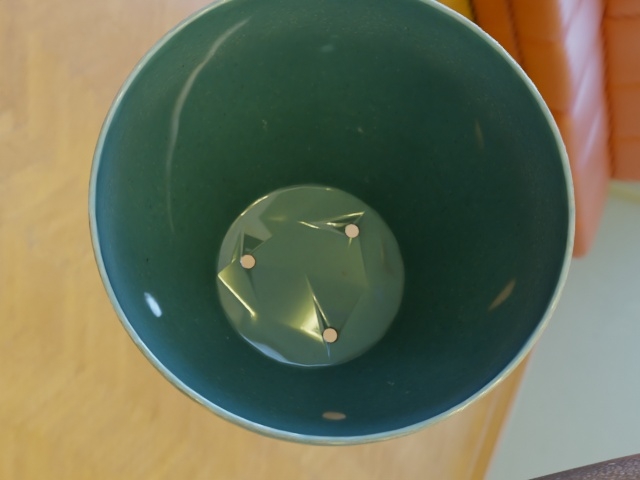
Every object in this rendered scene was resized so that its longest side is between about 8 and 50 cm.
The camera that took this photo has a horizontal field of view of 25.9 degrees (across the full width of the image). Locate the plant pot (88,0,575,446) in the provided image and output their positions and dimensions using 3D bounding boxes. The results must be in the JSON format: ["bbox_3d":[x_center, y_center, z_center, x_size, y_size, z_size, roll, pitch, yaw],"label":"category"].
[{"bbox_3d":[0.000,0.000,0.916,0.195,0.290,0.290,109,4,-74],"label":"plant pot"}]

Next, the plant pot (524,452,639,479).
[{"bbox_3d":[0.087,0.151,0.395,0.215,0.230,0.215,-1,90,-79],"label":"plant pot"}]
